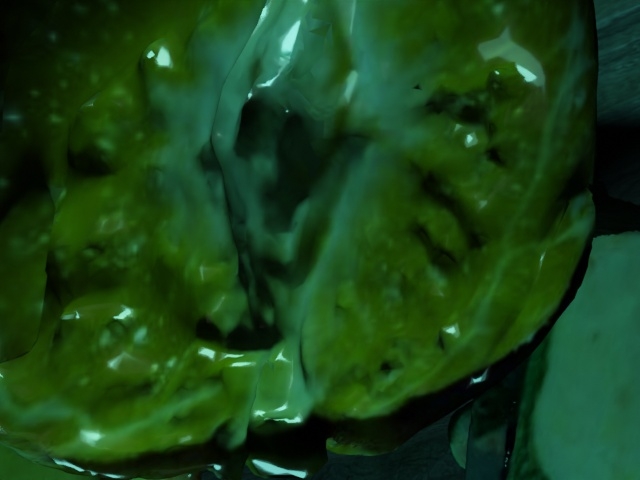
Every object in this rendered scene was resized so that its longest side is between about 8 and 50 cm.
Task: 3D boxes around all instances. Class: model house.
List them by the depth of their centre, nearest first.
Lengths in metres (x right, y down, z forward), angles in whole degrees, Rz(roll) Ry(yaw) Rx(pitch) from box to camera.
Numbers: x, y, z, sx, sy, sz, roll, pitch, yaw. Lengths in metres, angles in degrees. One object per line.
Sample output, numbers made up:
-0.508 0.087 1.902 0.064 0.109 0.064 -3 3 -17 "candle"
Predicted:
0.179 0.098 1.133 0.243 0.298 0.284 -1 -163 -27 "model house"

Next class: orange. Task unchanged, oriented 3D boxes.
-0.039 -0.049 0.598 0.369 0.271 0.210 0 -157 -37 "orange"

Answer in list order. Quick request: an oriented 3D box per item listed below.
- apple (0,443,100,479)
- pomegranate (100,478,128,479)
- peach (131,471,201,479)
-0.281 0.157 0.967 0.262 0.262 0.262 -11 164 -3 "apple"
-0.197 0.172 1.353 0.156 0.156 0.220 -25 164 36 "pomegranate"
-0.257 0.272 1.602 0.232 0.232 0.232 -11 164 -3 "peach"
